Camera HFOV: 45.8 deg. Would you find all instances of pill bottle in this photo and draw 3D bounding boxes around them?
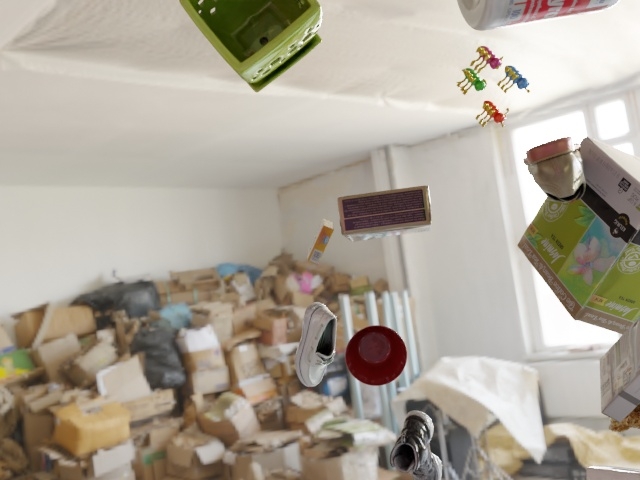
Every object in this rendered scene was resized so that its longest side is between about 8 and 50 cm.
[{"bbox_3d":[0.506,-0.588,1.604,0.407,0.229,0.229,-11,-5,-7],"label":"pill bottle"}]

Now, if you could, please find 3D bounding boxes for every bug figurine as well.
[{"bbox_3d":[0.520,-0.471,2.277,0.072,0.216,0.279,-34,-13,-19],"label":"bug figurine"}]

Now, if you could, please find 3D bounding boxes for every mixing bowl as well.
[{"bbox_3d":[0.163,0.330,2.244,0.181,0.182,0.098,-9,6,2],"label":"mixing bowl"}]

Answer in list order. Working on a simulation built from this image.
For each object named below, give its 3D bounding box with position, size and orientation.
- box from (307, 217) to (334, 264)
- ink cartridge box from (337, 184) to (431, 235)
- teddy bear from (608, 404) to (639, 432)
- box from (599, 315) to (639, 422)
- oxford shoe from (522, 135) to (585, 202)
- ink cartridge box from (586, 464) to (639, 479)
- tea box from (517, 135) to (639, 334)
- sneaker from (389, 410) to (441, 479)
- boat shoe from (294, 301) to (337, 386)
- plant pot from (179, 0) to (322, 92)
[{"bbox_3d":[0.000,0.000,1.594,0.028,0.081,0.136,24,8,-2],"label":"box"},{"bbox_3d":[0.146,-0.056,1.666,0.193,0.088,0.234,-7,-4,8],"label":"ink cartridge box"},{"bbox_3d":[0.921,0.445,2.039,0.337,0.245,0.113,22,5,-30],"label":"teddy bear"},{"bbox_3d":[0.518,0.181,1.213,0.038,0.186,0.145,28,33,2],"label":"box"},{"bbox_3d":[0.507,-0.138,1.626,0.122,0.130,0.348,-18,-4,23],"label":"oxford shoe"},{"bbox_3d":[0.634,0.530,1.375,0.282,0.207,0.117,-3,-14,31],"label":"ink cartridge box"},{"bbox_3d":[0.671,-0.007,1.724,0.219,0.324,0.329,16,25,-19],"label":"tea box"},{"bbox_3d":[0.261,0.624,2.121,0.101,0.269,0.153,1,22,31],"label":"sneaker"},{"bbox_3d":[-0.006,0.253,1.734,0.083,0.226,0.075,-21,36,-33],"label":"boat shoe"},{"bbox_3d":[-0.135,-0.473,1.654,0.228,0.227,0.207,-38,-12,0],"label":"plant pot"}]
